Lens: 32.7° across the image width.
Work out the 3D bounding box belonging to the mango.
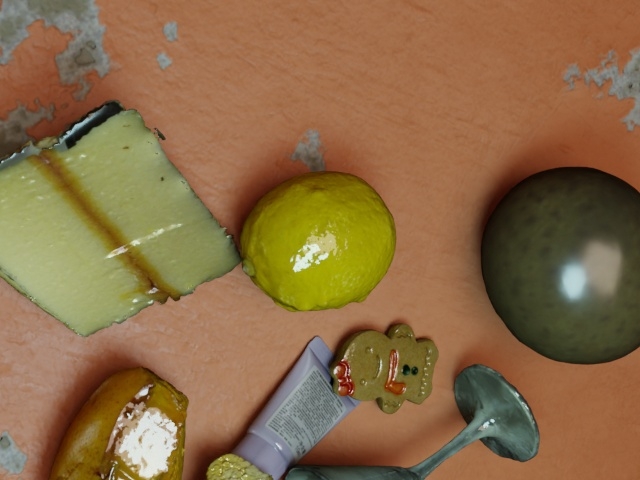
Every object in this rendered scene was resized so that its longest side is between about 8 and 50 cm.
[{"bbox_3d":[-0.316,0.370,1.716,0.201,0.199,0.350,27,89,-40],"label":"mango"}]

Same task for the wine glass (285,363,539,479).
[{"bbox_3d":[0.172,0.400,1.875,0.406,0.267,0.267,-29,104,-27],"label":"wine glass"}]

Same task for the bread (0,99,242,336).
[{"bbox_3d":[-0.336,-0.009,1.668,0.346,0.242,0.405,-41,104,-13],"label":"bread"}]

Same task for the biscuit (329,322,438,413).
[{"bbox_3d":[0.117,0.227,1.954,0.225,0.036,0.166,14,88,-32],"label":"biscuit"}]

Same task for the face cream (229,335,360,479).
[{"bbox_3d":[-0.045,0.310,1.888,0.274,0.096,0.154,-45,107,-28],"label":"face cream"}]

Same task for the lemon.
[{"bbox_3d":[0.000,0.000,1.805,0.288,0.233,0.233,-18,101,-29],"label":"lemon"}]

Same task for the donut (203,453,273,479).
[{"bbox_3d":[-0.200,0.464,1.743,0.101,0.152,0.259,38,50,18],"label":"donut"}]

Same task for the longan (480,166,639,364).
[{"bbox_3d":[0.462,0.041,1.968,0.361,0.361,0.361,-2,94,-23],"label":"longan"}]
